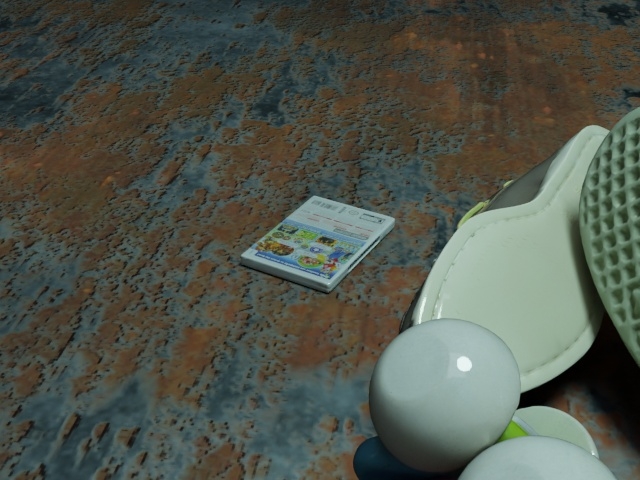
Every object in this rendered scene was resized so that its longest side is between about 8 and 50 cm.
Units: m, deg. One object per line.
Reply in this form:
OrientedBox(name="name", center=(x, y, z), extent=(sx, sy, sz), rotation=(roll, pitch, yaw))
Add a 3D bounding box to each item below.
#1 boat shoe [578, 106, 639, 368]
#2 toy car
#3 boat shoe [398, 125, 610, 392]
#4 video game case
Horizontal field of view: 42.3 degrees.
OrientedBox(name="boat shoe", center=(0.338, 0.082, 0.429), extent=(0.156, 0.186, 0.500), rotation=(5, 28, -39))
OrientedBox(name="toy car", center=(0.078, 0.140, 0.396), extent=(0.136, 0.159, 0.182), rotation=(-42, 39, 7))
OrientedBox(name="boat shoe", center=(0.145, 0.020, 0.609), extent=(0.116, 0.097, 0.324), rotation=(49, 47, 0))
OrientedBox(name="video game case", center=(0.000, 0.000, 0.723), extent=(0.087, 0.011, 0.122), rotation=(17, 35, 25))
